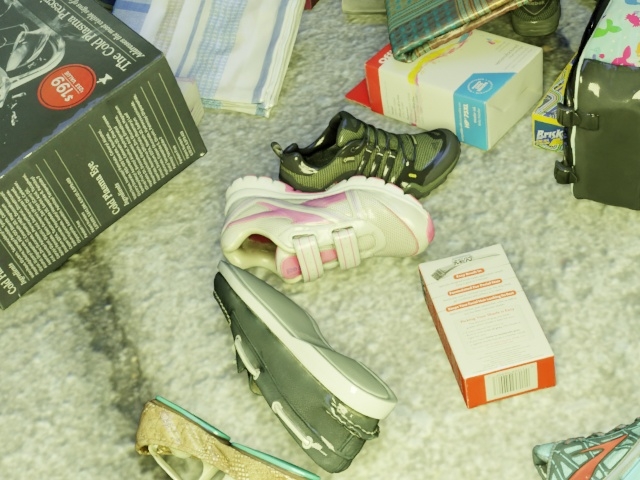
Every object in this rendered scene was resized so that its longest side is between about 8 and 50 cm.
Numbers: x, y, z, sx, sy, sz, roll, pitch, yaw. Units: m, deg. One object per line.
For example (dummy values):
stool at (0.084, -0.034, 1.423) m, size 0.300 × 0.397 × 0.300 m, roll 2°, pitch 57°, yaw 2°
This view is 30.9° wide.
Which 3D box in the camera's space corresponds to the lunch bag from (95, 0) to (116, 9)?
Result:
lunch bag at (-0.233, -0.432, 1.781) m, size 0.303 × 0.115 × 0.243 m, roll 21°, pitch 53°, yaw 32°

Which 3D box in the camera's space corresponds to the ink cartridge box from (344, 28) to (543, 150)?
ink cartridge box at (0.152, -0.212, 1.484) m, size 0.231 × 0.078 × 0.134 m, roll 24°, pitch 52°, yaw 33°

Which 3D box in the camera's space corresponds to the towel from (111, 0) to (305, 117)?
towel at (-0.168, -0.283, 1.593) m, size 0.285 × 0.034 × 0.209 m, roll 11°, pitch 74°, yaw 19°

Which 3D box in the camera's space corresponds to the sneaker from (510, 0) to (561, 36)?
sneaker at (0.301, -0.396, 1.618) m, size 0.087 × 0.130 × 0.227 m, roll 2°, pitch 42°, yaw 11°

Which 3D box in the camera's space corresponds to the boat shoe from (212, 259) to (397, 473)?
boat shoe at (-0.042, 0.116, 1.151) m, size 0.091 × 0.114 × 0.302 m, roll -58°, pitch 34°, yaw 7°

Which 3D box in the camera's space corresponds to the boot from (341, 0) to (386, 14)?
boot at (0.153, -0.383, 1.687) m, size 0.209 × 0.076 × 0.189 m, roll 5°, pitch 42°, yaw 26°

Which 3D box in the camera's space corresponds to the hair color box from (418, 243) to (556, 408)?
hair color box at (0.167, 0.084, 1.179) m, size 0.093 × 0.053 × 0.167 m, roll -14°, pitch 44°, yaw -2°

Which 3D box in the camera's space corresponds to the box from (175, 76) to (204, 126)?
box at (-0.320, -0.188, 1.566) m, size 0.324 × 0.063 × 0.067 m, roll 7°, pitch 47°, yaw 18°

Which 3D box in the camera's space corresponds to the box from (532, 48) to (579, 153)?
box at (0.322, -0.178, 1.430) m, size 0.059 × 0.054 × 0.169 m, roll 18°, pitch 49°, yaw 27°

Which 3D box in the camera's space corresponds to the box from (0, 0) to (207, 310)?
box at (-0.373, -0.149, 1.393) m, size 0.312 × 0.179 × 0.343 m, roll -41°, pitch 55°, yaw -15°

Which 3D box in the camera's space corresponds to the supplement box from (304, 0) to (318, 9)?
supplement box at (-0.009, -0.445, 1.751) m, size 0.081 × 0.104 × 0.188 m, roll 16°, pitch 49°, yaw 26°

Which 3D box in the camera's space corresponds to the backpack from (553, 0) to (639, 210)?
backpack at (0.374, -0.183, 1.290) m, size 0.191 × 0.225 × 0.253 m, roll 7°, pitch 52°, yaw 18°

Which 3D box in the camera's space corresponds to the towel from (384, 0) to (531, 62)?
towel at (0.202, -0.387, 1.532) m, size 0.272 × 0.040 × 0.370 m, roll -25°, pitch 36°, yaw 18°

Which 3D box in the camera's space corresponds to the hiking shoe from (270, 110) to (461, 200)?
hiking shoe at (0.057, -0.099, 1.354) m, size 0.227 × 0.114 × 0.086 m, roll -18°, pitch 43°, yaw -8°

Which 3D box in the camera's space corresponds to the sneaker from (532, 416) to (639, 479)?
sneaker at (0.246, 0.194, 1.007) m, size 0.125 × 0.104 × 0.262 m, roll 27°, pitch 54°, yaw 37°

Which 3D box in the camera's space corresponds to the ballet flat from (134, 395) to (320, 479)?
ballet flat at (-0.093, 0.214, 1.094) m, size 0.206 × 0.073 × 0.067 m, roll 20°, pitch 77°, yaw 33°

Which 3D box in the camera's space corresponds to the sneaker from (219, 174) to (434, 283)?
sneaker at (0.000, 0.000, 1.280) m, size 0.252 × 0.103 × 0.111 m, roll 1°, pitch 47°, yaw 22°
